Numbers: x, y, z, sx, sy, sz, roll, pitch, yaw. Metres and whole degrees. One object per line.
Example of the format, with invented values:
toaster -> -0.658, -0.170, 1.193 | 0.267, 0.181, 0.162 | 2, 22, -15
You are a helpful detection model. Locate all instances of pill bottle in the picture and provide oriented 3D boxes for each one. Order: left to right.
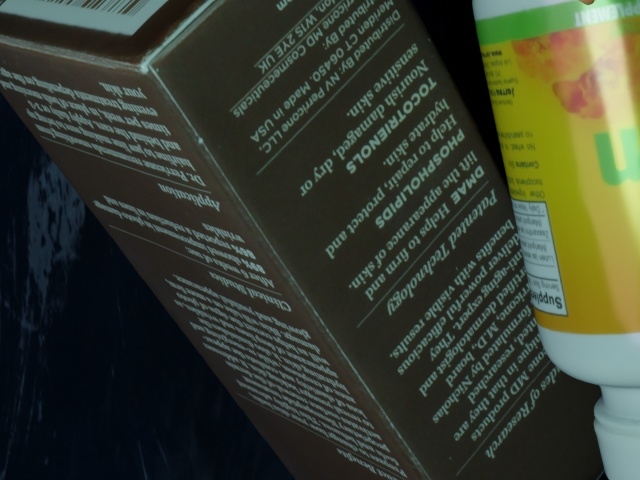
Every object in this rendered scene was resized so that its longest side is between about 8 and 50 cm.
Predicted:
pill bottle -> 0.160, -0.013, 0.679 | 0.136, 0.136, 0.245 | -2, 103, 54

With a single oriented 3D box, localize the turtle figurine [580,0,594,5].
turtle figurine -> 0.089, -0.204, 0.632 | 0.087, 0.217, 0.269 | 39, 163, -25

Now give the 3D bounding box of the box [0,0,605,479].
box -> 0.000, 0.000, 0.767 | 0.191, 0.143, 0.381 | 19, 148, 49
